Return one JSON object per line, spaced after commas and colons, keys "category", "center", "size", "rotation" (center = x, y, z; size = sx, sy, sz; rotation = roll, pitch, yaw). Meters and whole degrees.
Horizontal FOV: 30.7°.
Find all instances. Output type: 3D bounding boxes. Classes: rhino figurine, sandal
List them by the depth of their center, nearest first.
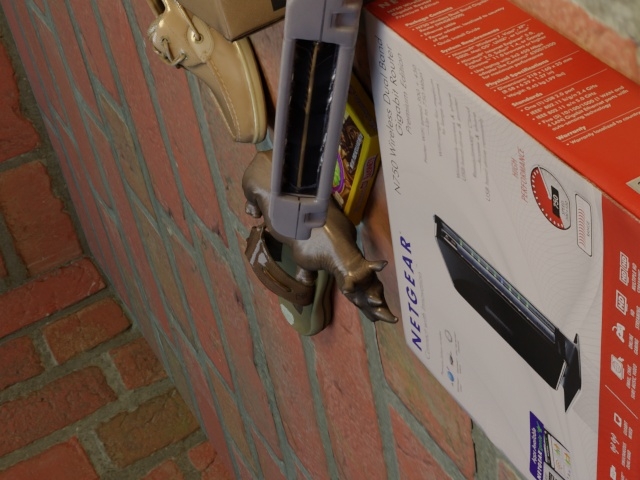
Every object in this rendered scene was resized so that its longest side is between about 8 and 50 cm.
{"category": "rhino figurine", "center": [0.000, 0.000, 1.172], "size": [0.243, 0.073, 0.106], "rotation": [49, 162, 29]}
{"category": "sandal", "center": [-0.042, 0.031, 1.408], "size": [0.120, 0.086, 0.303], "rotation": [53, 160, 34]}

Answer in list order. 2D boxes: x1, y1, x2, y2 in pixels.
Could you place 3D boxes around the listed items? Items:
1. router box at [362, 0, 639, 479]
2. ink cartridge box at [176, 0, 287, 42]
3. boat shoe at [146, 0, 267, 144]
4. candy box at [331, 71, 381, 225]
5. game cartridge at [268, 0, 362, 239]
{"category": "router box", "center": [0.154, 0.028, 0.798], "size": [0.301, 0.082, 0.336], "rotation": [48, 156, 46]}
{"category": "ink cartridge box", "center": [-0.120, -0.325, 1.133], "size": [0.234, 0.088, 0.193], "rotation": [43, 154, 51]}
{"category": "boat shoe", "center": [-0.153, -0.241, 1.336], "size": [0.302, 0.098, 0.109], "rotation": [66, 164, -4]}
{"category": "candy box", "center": [0.018, -0.096, 1.144], "size": [0.105, 0.027, 0.206], "rotation": [61, 163, 19]}
{"category": "game cartridge", "center": [-0.001, -0.160, 0.895], "size": [0.294, 0.060, 0.196], "rotation": [99, 180, -55]}
